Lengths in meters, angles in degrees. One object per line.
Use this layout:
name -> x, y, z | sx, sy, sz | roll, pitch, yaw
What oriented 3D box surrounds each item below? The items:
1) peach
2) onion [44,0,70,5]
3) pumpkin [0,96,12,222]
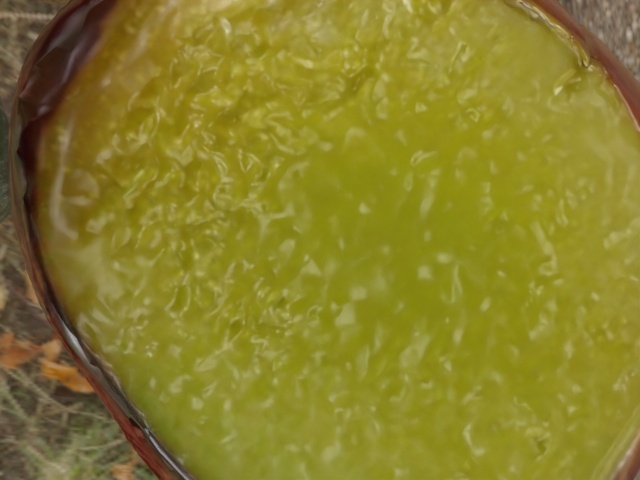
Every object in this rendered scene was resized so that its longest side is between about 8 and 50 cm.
peach -> 0.000, 0.000, 0.562 | 0.275, 0.245, 0.248 | 39, 62, -14
onion -> -0.186, -0.333, 1.321 | 0.348, 0.348, 0.385 | -31, 65, 6
pumpkin -> -0.422, -0.104, 1.599 | 0.152, 0.212, 0.211 | 1, 77, -27
